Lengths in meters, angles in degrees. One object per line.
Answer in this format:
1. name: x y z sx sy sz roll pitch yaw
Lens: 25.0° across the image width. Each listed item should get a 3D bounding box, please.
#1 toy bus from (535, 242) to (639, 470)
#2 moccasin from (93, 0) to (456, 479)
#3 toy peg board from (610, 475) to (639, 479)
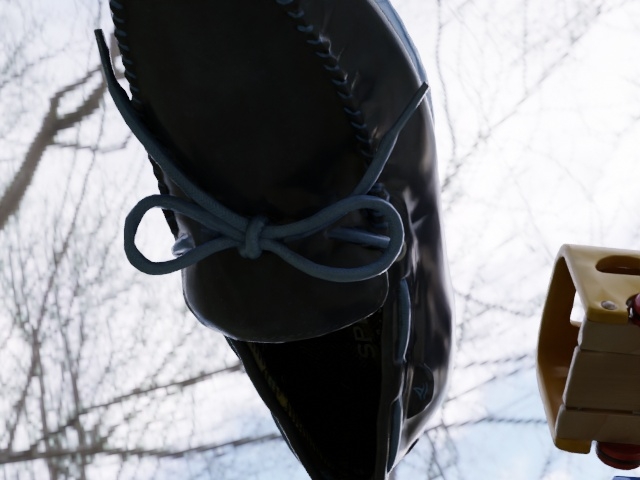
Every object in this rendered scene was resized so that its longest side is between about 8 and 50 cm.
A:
1. toy bus: 0.215 0.058 0.775 0.191 0.104 0.202 -34 -65 16
2. moccasin: 0.000 0.000 0.641 0.137 0.117 0.342 -3 -41 25
3. toy peg board: 0.134 0.191 0.643 0.161 0.079 0.161 -44 -63 -39
